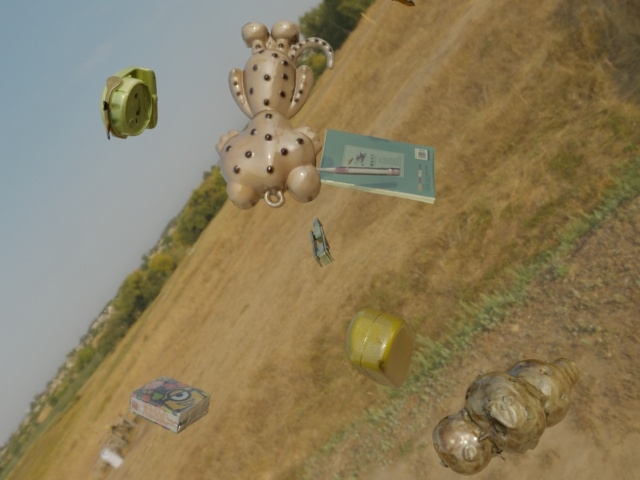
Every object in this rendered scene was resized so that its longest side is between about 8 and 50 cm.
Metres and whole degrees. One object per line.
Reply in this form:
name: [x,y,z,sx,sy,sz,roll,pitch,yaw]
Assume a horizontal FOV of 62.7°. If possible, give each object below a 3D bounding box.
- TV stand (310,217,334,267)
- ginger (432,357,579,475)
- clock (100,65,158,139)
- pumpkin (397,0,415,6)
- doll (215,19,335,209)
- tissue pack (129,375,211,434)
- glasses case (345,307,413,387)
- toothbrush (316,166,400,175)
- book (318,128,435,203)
TV stand: [0.000,0.000,1.410,0.042,0.036,0.249,-35,21,10]
ginger: [0.424,0.362,1.152,0.375,0.176,0.256,-20,-32,-30]
clock: [-0.501,-0.341,1.352,0.232,0.069,0.170,-66,-13,-56]
pumpkin: [0.181,-0.601,1.263,0.035,0.073,0.101,-46,49,43]
doll: [-0.065,-0.180,0.753,0.119,0.154,0.278,78,-162,-79]
tissue pack: [-0.341,0.371,1.194,0.108,0.148,0.060,-17,-63,-62]
glasses case: [0.160,0.289,1.436,0.173,0.141,0.371,-68,-23,-16]
toothbrush: [0.069,-0.203,1.519,0.029,0.353,0.024,-155,66,-68]
book: [0.187,-0.249,1.711,0.031,0.378,0.264,99,-179,-49]
